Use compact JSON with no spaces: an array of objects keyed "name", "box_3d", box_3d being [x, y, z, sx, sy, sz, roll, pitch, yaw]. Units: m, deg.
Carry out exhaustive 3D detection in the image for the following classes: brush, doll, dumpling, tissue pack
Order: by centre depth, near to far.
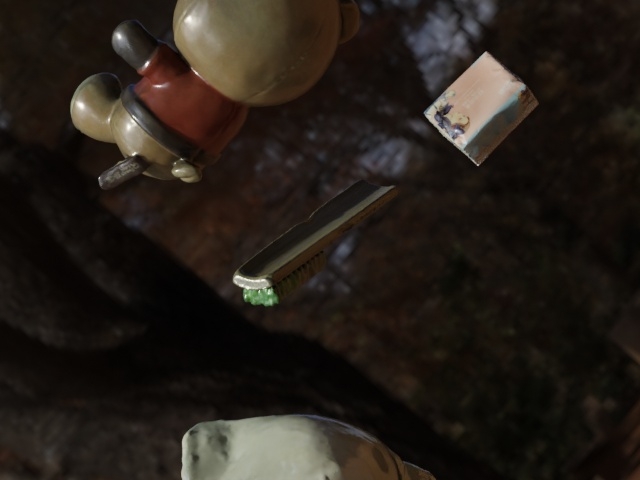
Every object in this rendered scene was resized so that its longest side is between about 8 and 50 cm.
[{"name":"dumpling","box_3d":[-0.008,0.221,1.339,0.124,0.228,0.151,106,176,-53]},{"name":"tissue pack","box_3d":[0.165,-0.135,1.673,0.094,0.074,0.059,-46,-35,4]},{"name":"brush","box_3d":[0.000,0.000,1.801,0.282,0.054,0.048,-39,-47,-50]},{"name":"doll","box_3d":[-0.118,-0.187,1.809,0.330,0.174,0.235,-44,-40,16]}]
